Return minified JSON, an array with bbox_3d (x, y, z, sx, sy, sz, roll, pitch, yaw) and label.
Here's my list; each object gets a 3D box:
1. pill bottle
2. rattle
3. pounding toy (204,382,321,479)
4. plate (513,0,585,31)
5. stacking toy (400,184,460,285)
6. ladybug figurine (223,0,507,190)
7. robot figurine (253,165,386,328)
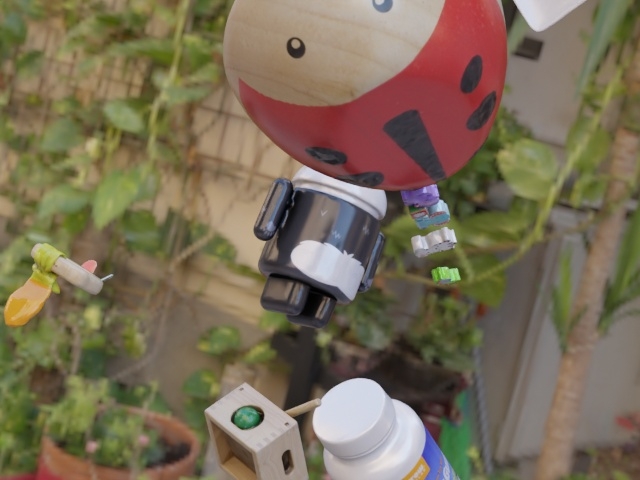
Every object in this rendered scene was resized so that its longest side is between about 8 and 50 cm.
[{"bbox_3d":[0.097,0.322,1.952,0.152,0.152,0.272,24,-25,48],"label":"pill bottle"},{"bbox_3d":[-0.416,0.086,2.192,0.130,0.143,0.200,15,-7,-1],"label":"rattle"},{"bbox_3d":[-0.068,0.252,1.776,0.100,0.141,0.130,-33,44,-27],"label":"pounding toy"},{"bbox_3d":[0.396,-0.530,2.254,0.277,0.278,0.045,57,31,0],"label":"plate"},{"bbox_3d":[0.135,-0.045,1.706,0.052,0.167,0.221,-16,-18,8],"label":"stacking toy"},{"bbox_3d":[0.071,-0.175,1.485,0.449,0.305,0.162,36,27,-62],"label":"ladybug figurine"},{"bbox_3d":[0.000,0.001,2.242,0.173,0.278,0.209,18,-12,15],"label":"robot figurine"}]
